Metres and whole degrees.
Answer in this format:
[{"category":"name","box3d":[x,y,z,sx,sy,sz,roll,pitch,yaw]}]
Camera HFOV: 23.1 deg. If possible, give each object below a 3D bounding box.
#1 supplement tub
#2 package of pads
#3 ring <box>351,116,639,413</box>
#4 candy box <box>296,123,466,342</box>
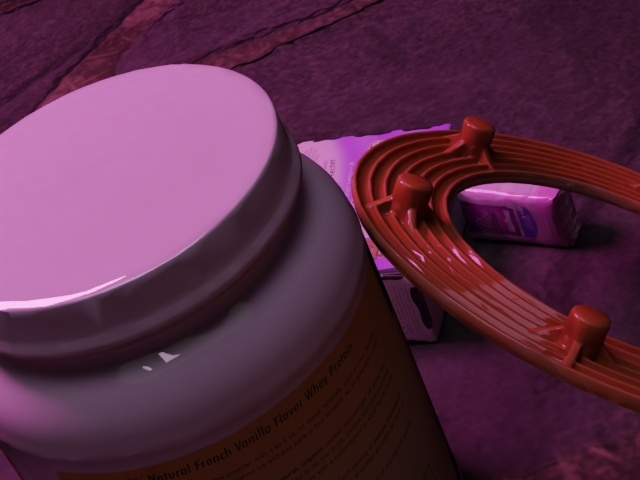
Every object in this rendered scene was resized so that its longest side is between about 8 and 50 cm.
[{"category":"supplement tub","box3d":[-0.062,0.084,0.873,0.228,0.316,0.228,-14,37,11]},{"category":"package of pads","box3d":[0.142,-0.024,1.125,0.083,0.050,0.032,6,45,33]},{"category":"ring","box3d":[0.180,0.008,0.912,0.336,0.032,0.336,15,25,-7]},{"category":"candy box","box3d":[0.000,0.000,1.155,0.196,0.070,0.165,-5,40,22]}]
